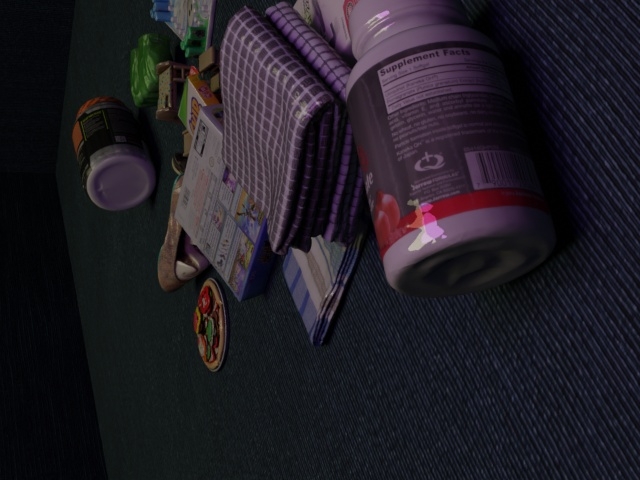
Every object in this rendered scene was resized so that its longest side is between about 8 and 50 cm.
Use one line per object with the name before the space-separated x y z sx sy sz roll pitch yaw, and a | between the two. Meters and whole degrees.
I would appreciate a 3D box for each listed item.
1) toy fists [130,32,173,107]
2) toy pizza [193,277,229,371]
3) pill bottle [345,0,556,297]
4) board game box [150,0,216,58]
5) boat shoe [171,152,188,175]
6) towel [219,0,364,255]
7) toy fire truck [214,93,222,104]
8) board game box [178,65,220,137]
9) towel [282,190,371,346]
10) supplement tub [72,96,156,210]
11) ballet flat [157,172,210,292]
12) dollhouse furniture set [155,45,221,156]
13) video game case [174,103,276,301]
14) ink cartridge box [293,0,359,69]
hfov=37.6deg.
toy fists | -0.410 -0.406 2.303 0.279 0.096 0.142 175 95 -70
toy pizza | -0.241 0.181 2.015 0.201 0.032 0.201 179 90 -66
pill bottle | 0.123 -0.114 0.996 0.176 0.176 0.318 130 134 -56
board game box | -0.303 -0.640 2.112 0.390 0.050 0.390 -129 45 -55
boat shoe | -0.286 -0.158 2.091 0.152 0.056 0.049 50 131 42
towel | -0.047 -0.144 1.275 0.235 0.121 0.283 50 145 36
toy fire truck | -0.179 -0.216 1.845 0.135 0.047 0.192 -116 33 -41
board game box | -0.199 -0.200 1.789 0.259 0.039 0.124 58 151 19
towel | 0.000 0.000 1.460 0.209 0.034 0.285 -115 33 -45
supplement tub | -0.563 -0.243 2.539 0.316 0.193 0.193 -115 34 -44
ballet flat | -0.283 0.005 2.028 0.106 0.107 0.316 33 130 28
dollhouse furniture set | -0.264 -0.284 1.914 0.161 0.101 0.182 -21 67 51
video game case | -0.158 -0.067 1.701 0.244 0.061 0.269 50 138 30
ink cartridge box | 0.043 -0.302 1.280 0.218 0.092 0.158 133 131 -61
